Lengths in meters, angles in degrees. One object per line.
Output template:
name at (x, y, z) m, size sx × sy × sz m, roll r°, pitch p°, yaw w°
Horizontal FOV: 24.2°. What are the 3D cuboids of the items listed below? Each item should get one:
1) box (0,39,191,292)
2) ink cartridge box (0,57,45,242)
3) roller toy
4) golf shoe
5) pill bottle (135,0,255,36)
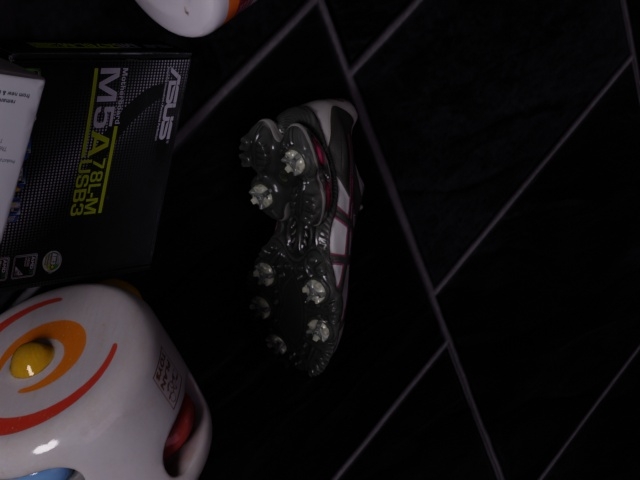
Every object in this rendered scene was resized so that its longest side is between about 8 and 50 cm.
box at (-0.193, -0.060, 1.157) m, size 0.184 × 0.045 × 0.190 m, roll -6°, pitch 115°, yaw -48°
ink cartridge box at (-0.281, -0.033, 0.973) m, size 0.087 × 0.153 × 0.208 m, roll 4°, pitch 108°, yaw -53°
roller toy at (-0.190, 0.131, 1.138) m, size 0.209 × 0.191 × 0.146 m, roll -38°, pitch 128°, yaw -17°
golf shoe at (0.000, 0.000, 1.387) m, size 0.120 × 0.105 × 0.272 m, roll -35°, pitch 135°, yaw -45°
pill bottle at (-0.049, -0.261, 1.155) m, size 0.221 × 0.121 × 0.121 m, roll -41°, pitch 138°, yaw -28°
